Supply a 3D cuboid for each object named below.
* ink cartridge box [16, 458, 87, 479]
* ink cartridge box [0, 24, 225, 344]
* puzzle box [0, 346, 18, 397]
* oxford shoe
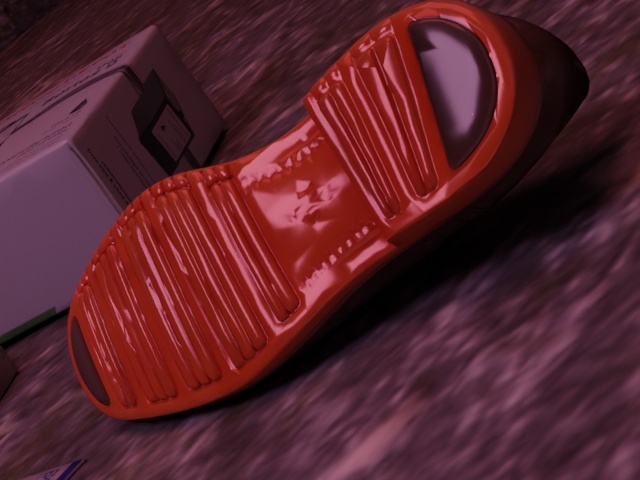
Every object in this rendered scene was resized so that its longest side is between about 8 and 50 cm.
[{"bbox_3d":[-0.283,0.198,0.814,0.332,0.065,0.165,-15,8,14],"label":"ink cartridge box"},{"bbox_3d":[-0.221,-0.046,1.375,0.211,0.121,0.289,-28,18,20],"label":"ink cartridge box"},{"bbox_3d":[-0.427,0.226,1.166,0.409,0.052,0.272,-28,19,21],"label":"puzzle box"},{"bbox_3d":[0.000,0.000,0.914,0.363,0.130,0.133,-32,-17,32],"label":"oxford shoe"}]
